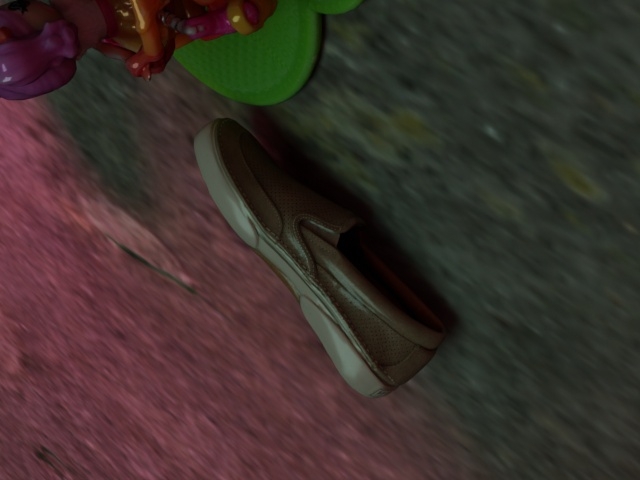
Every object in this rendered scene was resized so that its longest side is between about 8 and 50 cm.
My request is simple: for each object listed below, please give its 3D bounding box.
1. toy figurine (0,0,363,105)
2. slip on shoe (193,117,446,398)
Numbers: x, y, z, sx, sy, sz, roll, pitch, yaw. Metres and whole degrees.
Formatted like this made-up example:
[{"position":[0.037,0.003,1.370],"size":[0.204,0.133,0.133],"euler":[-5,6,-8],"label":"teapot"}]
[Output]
[{"position":[-0.087,-0.076,0.560],"size":[0.173,0.159,0.130],"euler":[-2,118,55],"label":"toy figurine"},{"position":[0.000,0.000,0.631],"size":[0.041,0.051,0.135],"euler":[-39,77,24],"label":"slip on shoe"}]
